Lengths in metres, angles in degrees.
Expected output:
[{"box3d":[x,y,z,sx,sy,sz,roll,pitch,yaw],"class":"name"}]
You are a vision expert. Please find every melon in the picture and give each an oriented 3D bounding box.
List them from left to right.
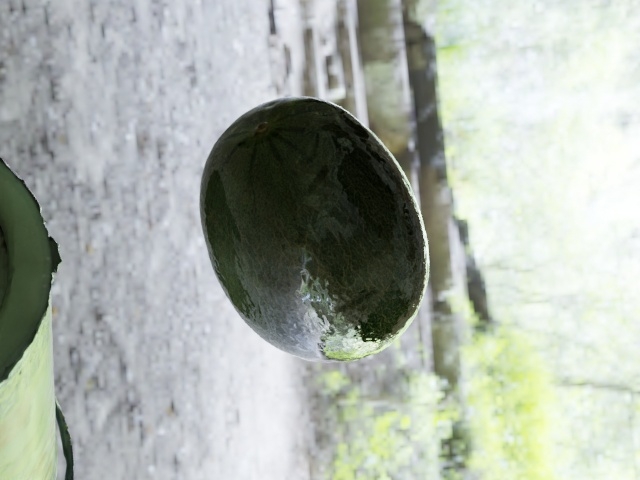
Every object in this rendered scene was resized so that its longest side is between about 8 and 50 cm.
[{"box3d":[0.000,0.000,0.688,0.114,0.114,0.167,-87,159,-51],"class":"melon"}]

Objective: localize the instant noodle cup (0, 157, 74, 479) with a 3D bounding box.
[{"box3d":[-0.277,0.085,0.792,0.312,0.284,0.284,118,-24,-55],"class":"instant noodle cup"}]
